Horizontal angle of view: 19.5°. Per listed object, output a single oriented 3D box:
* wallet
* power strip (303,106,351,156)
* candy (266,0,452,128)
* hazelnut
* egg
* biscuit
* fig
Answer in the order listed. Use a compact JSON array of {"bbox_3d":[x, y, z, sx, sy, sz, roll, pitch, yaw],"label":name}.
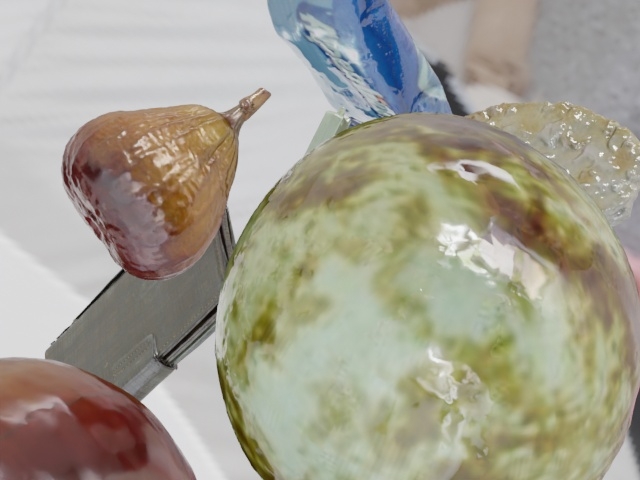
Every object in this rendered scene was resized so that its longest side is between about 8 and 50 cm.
[{"bbox_3d":[-0.194,0.092,2.004,0.317,0.044,0.169,-44,40,28],"label":"wallet"},{"bbox_3d":[-0.001,-0.064,1.406,0.083,0.017,0.027,-64,-14,-8],"label":"power strip"},{"bbox_3d":[0.027,-0.186,1.744,0.187,0.331,0.077,23,69,43],"label":"candy"},{"bbox_3d":[-0.297,0.274,1.541,0.409,0.359,0.359,-18,-29,-42],"label":"hazelnut"},{"bbox_3d":[0.061,0.046,1.049,0.289,0.238,0.238,-84,20,-59],"label":"egg"},{"bbox_3d":[0.156,-0.055,1.657,0.038,0.289,0.141,49,-151,-59],"label":"biscuit"},{"bbox_3d":[-0.111,-0.050,1.276,0.153,0.119,0.119,-58,2,-41],"label":"fig"}]
